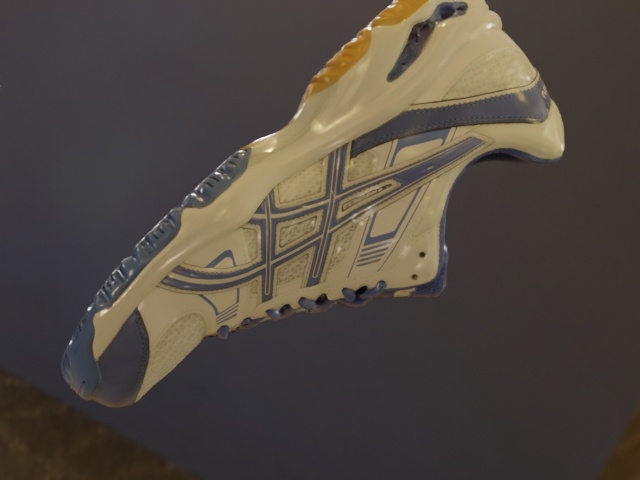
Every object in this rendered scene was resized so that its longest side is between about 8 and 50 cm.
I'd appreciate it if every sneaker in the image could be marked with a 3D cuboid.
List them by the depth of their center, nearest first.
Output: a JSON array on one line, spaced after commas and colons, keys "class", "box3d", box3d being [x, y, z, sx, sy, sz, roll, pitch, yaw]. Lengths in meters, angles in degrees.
[{"class": "sneaker", "box3d": [0.000, 0.000, 0.926, 0.131, 0.296, 0.112, 47, 2, -3]}]
